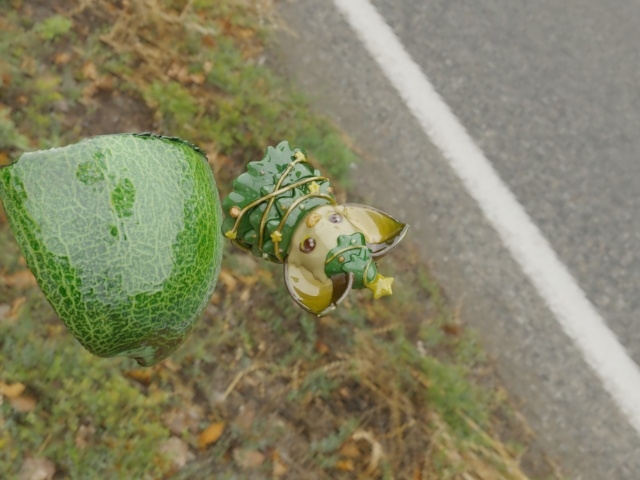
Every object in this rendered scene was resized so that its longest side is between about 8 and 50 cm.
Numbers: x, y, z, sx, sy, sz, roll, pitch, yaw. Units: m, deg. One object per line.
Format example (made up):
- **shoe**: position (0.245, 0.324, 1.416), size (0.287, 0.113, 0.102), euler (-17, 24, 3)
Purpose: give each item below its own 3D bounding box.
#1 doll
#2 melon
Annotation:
- **doll**: position (-0.002, 0.002, 0.731), size (0.113, 0.078, 0.077), euler (43, -14, 8)
- **melon**: position (-0.145, 0.012, 1.054), size (0.265, 0.129, 0.169), euler (27, 44, -68)
